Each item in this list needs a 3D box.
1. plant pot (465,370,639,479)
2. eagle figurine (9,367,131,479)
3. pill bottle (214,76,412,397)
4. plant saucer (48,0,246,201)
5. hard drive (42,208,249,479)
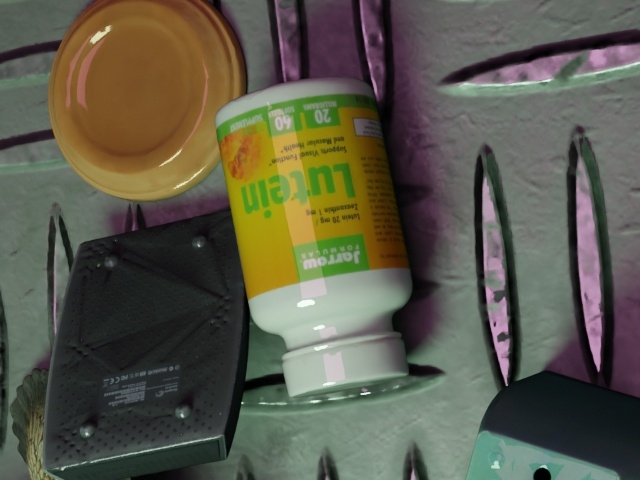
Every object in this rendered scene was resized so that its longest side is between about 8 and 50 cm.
[{"bbox_3d":[0.186,0.197,1.276,0.166,0.234,0.165,16,93,24],"label":"plant pot"},{"bbox_3d":[-0.215,0.264,1.471,0.298,0.226,0.225,27,117,17],"label":"eagle figurine"},{"bbox_3d":[0.000,0.000,1.420,0.136,0.136,0.245,-15,81,21],"label":"pill bottle"},{"bbox_3d":[-0.163,-0.135,1.553,0.200,0.037,0.199,-2,85,23],"label":"plant saucer"},{"bbox_3d":[-0.138,0.090,1.442,0.172,0.054,0.254,-13,44,13],"label":"hard drive"}]
